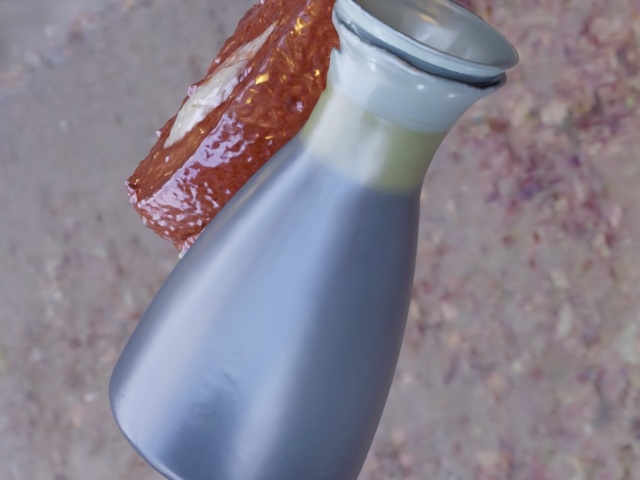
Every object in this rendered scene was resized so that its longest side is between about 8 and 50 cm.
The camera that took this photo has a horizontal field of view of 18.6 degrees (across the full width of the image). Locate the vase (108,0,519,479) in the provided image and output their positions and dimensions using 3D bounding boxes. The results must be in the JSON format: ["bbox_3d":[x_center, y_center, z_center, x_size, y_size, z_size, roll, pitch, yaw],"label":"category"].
[{"bbox_3d":[0.000,0.000,1.203,0.173,0.173,0.321,44,121,35],"label":"vase"}]

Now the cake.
[{"bbox_3d":[-0.018,-0.097,1.477,0.151,0.283,0.177,39,158,-8],"label":"cake"}]
